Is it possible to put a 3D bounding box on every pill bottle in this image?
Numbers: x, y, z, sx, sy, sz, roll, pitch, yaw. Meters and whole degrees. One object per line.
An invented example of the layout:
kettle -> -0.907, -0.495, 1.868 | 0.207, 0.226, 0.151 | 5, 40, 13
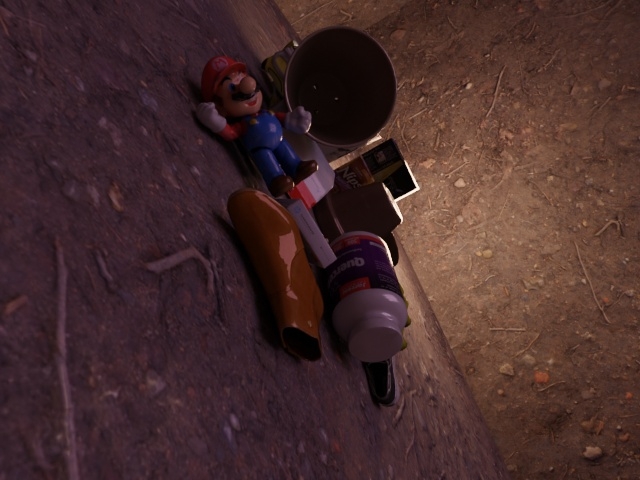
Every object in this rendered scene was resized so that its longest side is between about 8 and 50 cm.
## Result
pill bottle -> 0.110, 0.134, 1.170 | 0.181, 0.181, 0.323 | 53, 17, -34

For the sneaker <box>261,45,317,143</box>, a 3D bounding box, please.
sneaker -> -0.096, -0.461, 1.627 | 0.145, 0.147, 0.385 | -92, 170, -64

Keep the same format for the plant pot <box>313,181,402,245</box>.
plant pot -> 0.133, -0.080, 1.538 | 0.263, 0.229, 0.263 | 55, 16, -25

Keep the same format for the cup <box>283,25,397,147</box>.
cup -> 0.034, -0.444, 1.424 | 0.331, 0.331, 0.237 | 59, -7, -15

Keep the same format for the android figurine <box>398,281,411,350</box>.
android figurine -> 0.207, 0.221, 1.429 | 0.273, 0.056, 0.248 | 51, 45, -43

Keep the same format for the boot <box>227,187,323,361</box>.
boot -> -0.068, 0.066, 0.829 | 0.295, 0.104, 0.211 | 57, 15, -37

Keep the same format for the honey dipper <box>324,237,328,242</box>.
honey dipper -> 0.000, 0.000, 1.332 | 0.030, 0.030, 0.160 | 65, 13, 9

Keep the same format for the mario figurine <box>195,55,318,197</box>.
mario figurine -> -0.133, -0.257, 1.007 | 0.320, 0.170, 0.198 | 54, 20, -8

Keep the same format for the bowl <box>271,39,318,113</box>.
bowl -> -0.093, -0.590, 1.789 | 0.289, 0.156, 0.289 | 55, 16, -25

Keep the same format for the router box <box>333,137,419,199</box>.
router box -> 0.233, -0.260, 2.037 | 0.243, 0.309, 0.081 | 65, 18, 6

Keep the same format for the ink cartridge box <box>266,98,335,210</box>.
ink cartridge box -> -0.070, -0.258, 1.422 | 0.308, 0.091, 0.385 | 58, 14, -19

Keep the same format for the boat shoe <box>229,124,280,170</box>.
boat shoe -> -0.168, -0.254, 1.135 | 0.076, 0.083, 0.226 | 162, -94, -82

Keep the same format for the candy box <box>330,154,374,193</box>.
candy box -> 0.092, -0.223, 1.726 | 0.109, 0.186, 0.053 | 61, 14, -8

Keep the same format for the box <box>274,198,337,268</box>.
box -> -0.051, -0.020, 0.993 | 0.145, 0.038, 0.186 | 58, -15, -16

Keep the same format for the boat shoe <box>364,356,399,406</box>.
boat shoe -> 0.152, 0.312, 1.212 | 0.070, 0.077, 0.219 | 50, 21, -45

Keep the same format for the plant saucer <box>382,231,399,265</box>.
plant saucer -> 0.183, -0.027, 1.759 | 0.310, 0.050, 0.310 | 54, -17, 24

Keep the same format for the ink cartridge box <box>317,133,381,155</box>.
ink cartridge box -> 0.094, -0.425, 1.925 | 0.114, 0.273, 0.197 | 68, 15, 3
